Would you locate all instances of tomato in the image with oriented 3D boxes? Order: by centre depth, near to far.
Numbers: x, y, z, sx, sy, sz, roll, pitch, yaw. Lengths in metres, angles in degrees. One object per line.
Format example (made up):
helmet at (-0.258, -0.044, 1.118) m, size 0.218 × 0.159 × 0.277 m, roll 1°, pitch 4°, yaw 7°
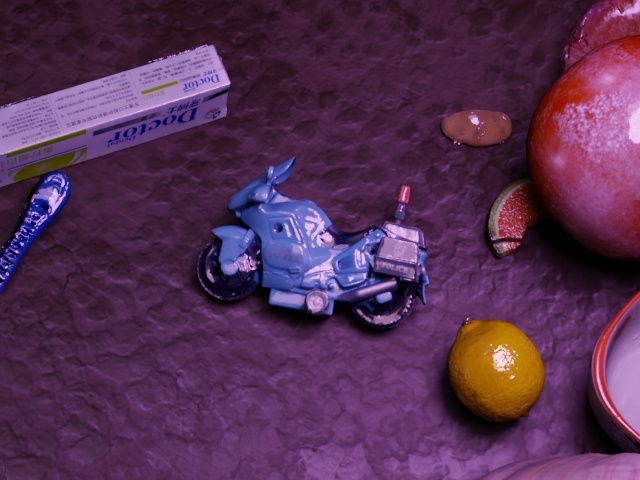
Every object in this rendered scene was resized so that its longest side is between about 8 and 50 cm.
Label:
tomato at (0.384, -0.105, 2.002) m, size 0.270 × 0.270 × 0.227 m, roll -25°, pitch 30°, yaw -18°

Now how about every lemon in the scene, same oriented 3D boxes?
lemon at (0.199, 0.147, 1.953) m, size 0.109 × 0.109 × 0.133 m, roll -32°, pitch 86°, yaw -20°

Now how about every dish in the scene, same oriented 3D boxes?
dish at (0.424, 0.175, 1.961) m, size 0.256 × 0.117 × 0.256 m, roll 3°, pitch 63°, yaw -5°

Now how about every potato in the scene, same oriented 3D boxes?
potato at (0.200, -0.142, 2.137) m, size 0.093 × 0.036 × 0.037 m, roll -1°, pitch 60°, yaw -8°

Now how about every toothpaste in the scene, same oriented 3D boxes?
toothpaste at (-0.274, -0.146, 2.055) m, size 0.337 × 0.081 × 0.067 m, roll -18°, pitch 68°, yaw -15°

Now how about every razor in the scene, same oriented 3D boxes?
razor at (-0.380, 0.049, 1.962) m, size 0.093 × 0.056 × 0.324 m, roll 32°, pitch 60°, yaw -7°

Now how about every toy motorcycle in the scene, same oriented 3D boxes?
toy motorcycle at (0.000, 0.000, 2.004) m, size 0.272 × 0.123 × 0.182 m, roll 11°, pitch 84°, yaw 1°

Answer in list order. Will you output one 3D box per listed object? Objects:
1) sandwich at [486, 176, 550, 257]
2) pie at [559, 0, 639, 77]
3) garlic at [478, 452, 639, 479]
sandwich at (0.249, -0.039, 2.096) m, size 0.135 × 0.029 × 0.067 m, roll -36°, pitch 78°, yaw -23°
pie at (0.409, -0.212, 2.134) m, size 0.219 × 0.204 × 0.054 m, roll 0°, pitch 19°, yaw 4°
garlic at (0.271, 0.351, 1.750) m, size 0.317 × 0.317 × 0.259 m, roll 16°, pitch 75°, yaw 1°
